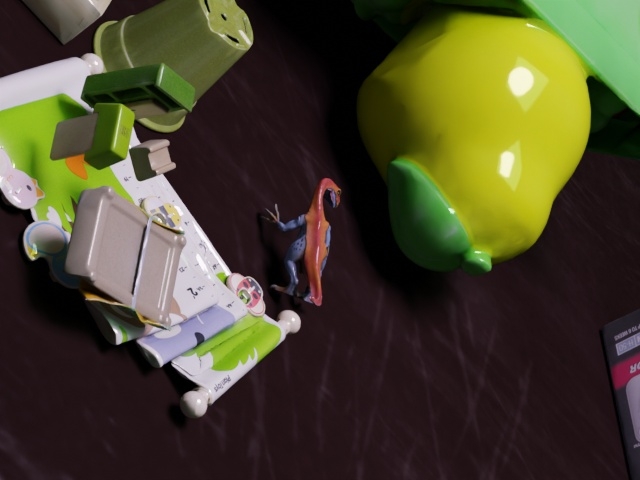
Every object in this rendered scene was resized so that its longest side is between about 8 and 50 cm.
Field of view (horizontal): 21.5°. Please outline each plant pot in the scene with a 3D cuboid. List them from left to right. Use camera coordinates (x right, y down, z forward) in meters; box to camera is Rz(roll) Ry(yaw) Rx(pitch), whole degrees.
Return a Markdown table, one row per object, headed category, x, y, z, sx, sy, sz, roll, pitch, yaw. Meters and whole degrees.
| category | x | y | z | sx | sy | sz | roll | pitch | yaw |
| --- | --- | --- | --- | --- | --- | --- | --- | --- | --- |
| plant pot | -0.087 | -0.123 | 1.071 | 0.083 | 0.079 | 0.083 | 40 | 34 | -33 |

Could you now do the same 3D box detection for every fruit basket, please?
| category | x | y | z | sx | sy | sz | roll | pitch | yaw |
| --- | --- | --- | --- | --- | --- | --- | --- | --- | --- |
| fruit basket | 0.118 | -0.146 | 1.323 | 0.392 | 0.283 | 0.392 | -8 | 104 | -35 |

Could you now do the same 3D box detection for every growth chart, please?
| category | x | y | z | sx | sy | sz | roll | pitch | yaw |
| --- | --- | --- | --- | --- | --- | --- | --- | --- | --- |
| growth chart | -0.112 | -0.006 | 0.979 | 0.237 | 0.021 | 0.172 | 54 | 29 | -8 |

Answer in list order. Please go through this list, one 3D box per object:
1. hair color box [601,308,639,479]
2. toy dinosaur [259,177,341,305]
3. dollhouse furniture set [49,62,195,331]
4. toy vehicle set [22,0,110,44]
| category | x | y | z | sx | sy | sz | roll | pitch | yaw |
| --- | --- | --- | --- | --- | --- | --- | --- | --- | --- |
| hair color box | 0.363 | 0.200 | 1.373 | 0.113 | 0.185 | 0.374 | 37 | 35 | -37 |
| toy dinosaur | 0.000 | 0.000 | 1.102 | 0.047 | 0.090 | 0.082 | 22 | 88 | -35 |
| dollhouse furniture set | -0.117 | -0.026 | 0.945 | 0.076 | 0.058 | 0.151 | 36 | 55 | -47 |
| toy vehicle set | -0.215 | -0.266 | 1.051 | 0.267 | 0.035 | 0.166 | 48 | 30 | -19 |
